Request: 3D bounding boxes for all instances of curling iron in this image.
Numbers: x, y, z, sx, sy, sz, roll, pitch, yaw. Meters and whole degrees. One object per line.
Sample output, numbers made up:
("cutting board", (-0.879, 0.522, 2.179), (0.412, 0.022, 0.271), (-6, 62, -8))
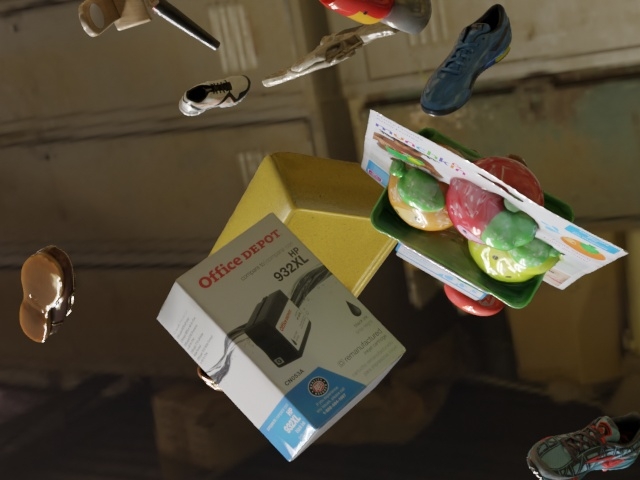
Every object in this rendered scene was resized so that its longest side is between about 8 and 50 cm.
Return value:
("curling iron", (-0.298, -0.409, 2.113), (0.274, 0.068, 0.035), (25, -171, -24))

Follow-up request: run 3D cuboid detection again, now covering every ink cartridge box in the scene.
("ink cartridge box", (-0.061, 0.142, 1.827), (0.223, 0.307, 0.129), (-37, 167, -37))

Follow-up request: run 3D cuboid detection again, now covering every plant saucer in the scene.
("plant saucer", (0.000, 0.000, 2.130), (0.333, 0.333, 0.081), (7, -133, -27))

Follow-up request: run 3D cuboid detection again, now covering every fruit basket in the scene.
("fruit basket", (0.188, -0.031, 1.471), (0.327, 0.165, 0.353), (30, 178, 3))

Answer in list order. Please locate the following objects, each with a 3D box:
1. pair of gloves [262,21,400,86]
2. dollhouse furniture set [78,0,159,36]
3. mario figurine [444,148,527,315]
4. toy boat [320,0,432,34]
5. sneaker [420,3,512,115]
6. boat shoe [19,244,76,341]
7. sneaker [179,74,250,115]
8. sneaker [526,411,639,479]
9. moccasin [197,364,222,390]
("pair of gloves", (0.027, -0.347, 2.137), (0.204, 0.042, 0.240), (-9, -160, 49))
("dollhouse furniture set", (-0.170, -0.436, 1.479), (0.355, 0.303, 0.174), (-12, -155, 20))
("mario figurine", (0.300, -0.020, 2.136), (0.198, 0.320, 0.170), (-12, 148, 34))
("toy boat", (0.033, -0.375, 1.323), (0.148, 0.318, 0.267), (5, 156, -45))
("sneaker", (0.208, -0.266, 1.735), (0.069, 0.082, 0.209), (26, -122, 29))
("boat shoe", (-0.392, 0.066, 1.741), (0.073, 0.073, 0.207), (-45, 171, -38))
("sneaker", (-0.148, -0.210, 1.700), (0.109, 0.040, 0.044), (-24, 168, -16))
("sneaker", (0.500, 0.372, 2.227), (0.262, 0.125, 0.104), (-10, -130, -30))
("moccasin", (-0.077, 0.224, 2.532), (0.380, 0.139, 0.147), (-12, 171, 7))
